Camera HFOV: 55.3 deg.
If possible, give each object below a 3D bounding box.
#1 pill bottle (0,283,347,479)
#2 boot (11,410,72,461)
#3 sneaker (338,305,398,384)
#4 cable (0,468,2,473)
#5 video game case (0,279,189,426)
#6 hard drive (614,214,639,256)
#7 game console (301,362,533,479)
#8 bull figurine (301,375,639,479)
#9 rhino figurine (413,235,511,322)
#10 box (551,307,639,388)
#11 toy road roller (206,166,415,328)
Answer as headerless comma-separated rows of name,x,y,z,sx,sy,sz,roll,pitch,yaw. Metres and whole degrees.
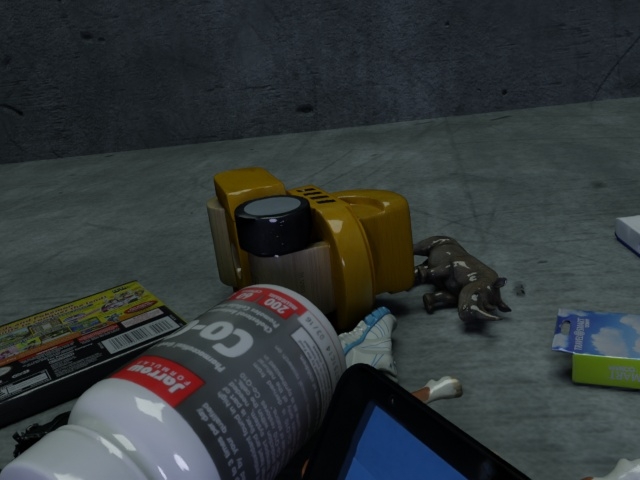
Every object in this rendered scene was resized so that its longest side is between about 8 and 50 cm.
pill bottle,-0.109,0.163,0.531,0.161,0.161,0.283,5,22,31
boot,-0.240,0.195,0.622,0.121,0.045,0.099,-9,-2,0
sneaker,0.059,0.139,0.711,0.083,0.071,0.190,38,25,14
cable,-0.324,0.249,0.579,0.287,0.072,0.139,10,6,11
video game case,-0.349,0.146,0.867,0.274,0.035,0.248,-20,23,-30
hard drive,0.645,-0.005,0.910,0.318,0.040,0.210,-6,20,4
game console,0.000,0.226,0.300,0.250,0.174,0.293,-17,21,-26
bull figurine,0.120,0.203,0.435,0.188,0.101,0.310,-16,23,-34
rhino figurine,0.192,0.055,0.866,0.106,0.073,0.243,-14,22,-10
box,0.351,0.119,0.666,0.178,0.043,0.109,2,21,25
toy road roller,-0.014,0.009,0.875,0.240,0.203,0.329,-13,21,-18
